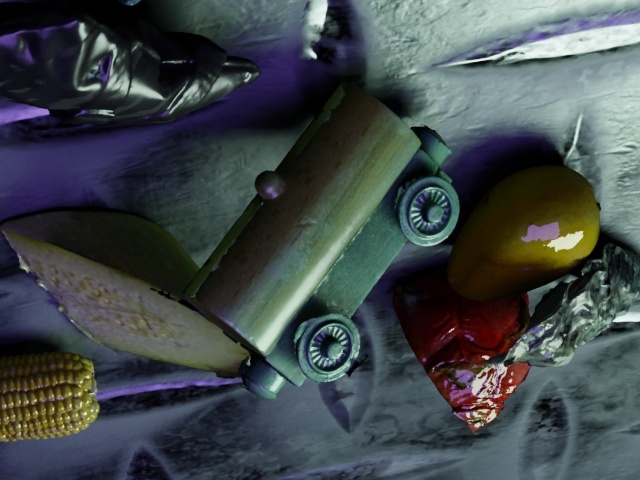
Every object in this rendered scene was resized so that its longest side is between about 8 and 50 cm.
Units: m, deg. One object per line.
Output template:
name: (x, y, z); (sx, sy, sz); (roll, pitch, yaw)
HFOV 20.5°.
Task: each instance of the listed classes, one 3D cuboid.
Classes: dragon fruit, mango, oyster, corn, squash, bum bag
dragon fruit: (0.166, 0.110, 1.925); (0.120, 0.161, 0.127); (-27, 152, 22)
mango: (0.205, -0.004, 1.833); (0.137, 0.098, 0.195); (18, 139, -40)
oyster: (0.263, 0.076, 1.883); (0.199, 0.087, 0.252); (-45, 164, 4)
corn: (-0.359, 0.173, 1.898); (0.244, 0.093, 0.093); (-7, 143, -1)
squash: (-0.179, 0.071, 1.773); (0.204, 0.155, 0.237); (-21, 144, 8)
bum bag: (-0.173, -0.139, 1.461); (0.144, 0.095, 0.340); (-8, 172, 28)

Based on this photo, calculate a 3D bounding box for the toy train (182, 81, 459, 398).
toy train: (-0.005, -0.003, 1.673); (0.189, 0.126, 0.307); (40, 81, -23)

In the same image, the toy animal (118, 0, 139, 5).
toy animal: (-0.221, -0.229, 1.428); (0.253, 0.079, 0.070); (-6, 138, -8)
